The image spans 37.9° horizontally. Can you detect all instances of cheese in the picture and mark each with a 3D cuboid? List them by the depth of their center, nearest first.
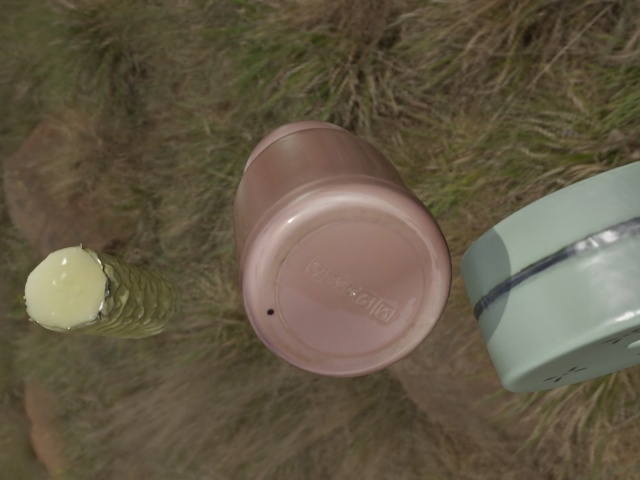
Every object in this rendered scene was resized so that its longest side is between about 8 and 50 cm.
[{"bbox_3d":[-0.249,0.063,1.084,0.123,0.167,0.094,-10,78,18],"label":"cheese"}]

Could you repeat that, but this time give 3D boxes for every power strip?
[{"bbox_3d":[0.334,0.049,1.071,0.357,0.357,0.161,-41,60,47],"label":"power strip"}]

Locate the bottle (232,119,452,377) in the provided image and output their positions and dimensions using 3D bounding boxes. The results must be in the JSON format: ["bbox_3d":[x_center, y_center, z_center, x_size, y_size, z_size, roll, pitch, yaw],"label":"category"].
[{"bbox_3d":[0.000,0.000,0.870,0.297,0.173,0.206,-114,25,-65],"label":"bottle"}]
